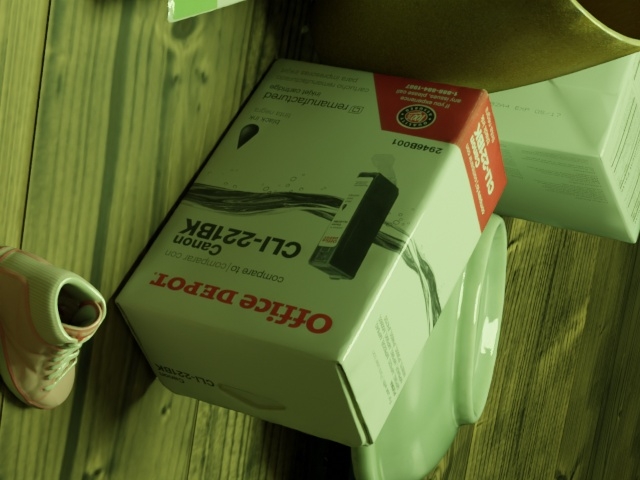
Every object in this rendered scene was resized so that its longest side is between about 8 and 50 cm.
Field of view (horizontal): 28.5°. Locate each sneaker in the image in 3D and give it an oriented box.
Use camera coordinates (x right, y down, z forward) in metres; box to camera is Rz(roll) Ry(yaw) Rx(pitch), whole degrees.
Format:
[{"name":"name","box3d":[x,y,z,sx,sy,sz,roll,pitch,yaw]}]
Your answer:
[{"name":"sneaker","box3d":[-0.171,0.066,0.817,0.051,0.070,0.134,-53,147,-42]}]

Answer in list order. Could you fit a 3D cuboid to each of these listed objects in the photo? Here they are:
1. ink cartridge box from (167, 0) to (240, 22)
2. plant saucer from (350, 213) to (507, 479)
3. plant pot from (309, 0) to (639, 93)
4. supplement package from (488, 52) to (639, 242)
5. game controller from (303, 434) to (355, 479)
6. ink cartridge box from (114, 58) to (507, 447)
[{"name":"ink cartridge box","box3d":[-0.058,-0.258,0.896,0.235,0.056,0.171,-30,129,-54]},{"name":"plant saucer","box3d":[0.124,0.074,1.279,0.400,0.100,0.401,7,90,-75]},{"name":"plant pot","box3d":[0.119,-0.211,1.020,0.237,0.254,0.237,21,56,-36]},{"name":"supplement package","box3d":[0.275,-0.148,1.447,0.262,0.199,0.198,44,63,-61]},{"name":"game controller","box3d":[0.029,0.257,1.311,0.166,0.067,0.319,-25,125,-58]},{"name":"ink cartridge box","box3d":[0.000,0.000,0.978,0.273,0.197,0.114,-60,148,-30]}]
